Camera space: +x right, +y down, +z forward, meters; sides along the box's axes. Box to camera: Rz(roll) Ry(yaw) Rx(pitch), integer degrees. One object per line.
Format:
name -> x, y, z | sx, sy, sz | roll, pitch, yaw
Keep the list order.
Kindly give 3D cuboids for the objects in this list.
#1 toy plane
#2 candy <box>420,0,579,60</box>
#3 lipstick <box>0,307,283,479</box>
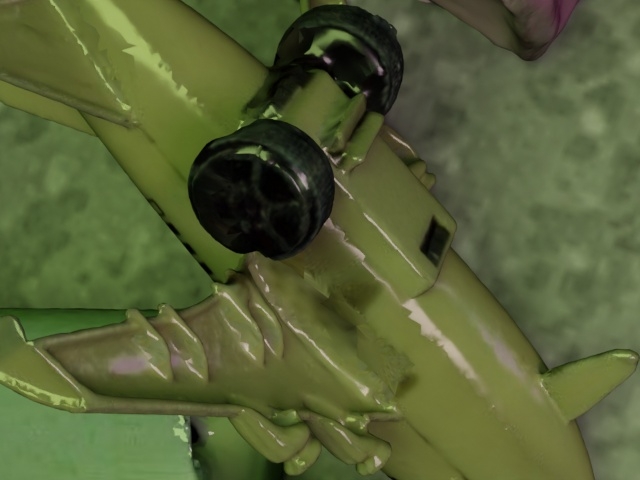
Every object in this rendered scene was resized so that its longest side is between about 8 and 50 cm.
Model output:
toy plane -> 0.000, 0.000, 0.458 | 0.244, 0.229, 0.092 | 41, 126, -10
candy -> -0.022, -0.166, 0.485 | 0.265, 0.155, 0.116 | 33, 98, 20
lipstick -> -0.160, 0.058, 0.542 | 0.304, 0.076, 0.076 | 0, 83, 18
